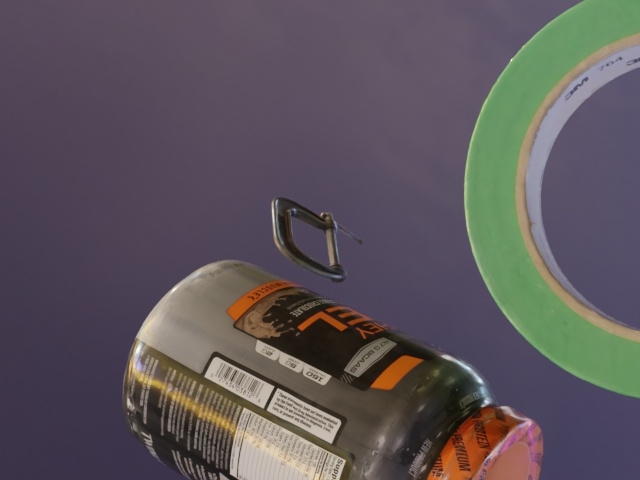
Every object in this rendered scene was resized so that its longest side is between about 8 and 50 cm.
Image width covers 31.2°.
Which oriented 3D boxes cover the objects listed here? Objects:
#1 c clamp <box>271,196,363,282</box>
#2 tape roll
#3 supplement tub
[{"bbox_3d":[0.000,0.000,1.346,0.137,0.022,0.160,33,-156,-16],"label":"c clamp"},{"bbox_3d":[0.274,-0.038,0.878,0.321,0.321,0.077,45,-168,18],"label":"tape roll"},{"bbox_3d":[0.008,0.163,1.006,0.338,0.207,0.207,23,-151,31],"label":"supplement tub"}]
